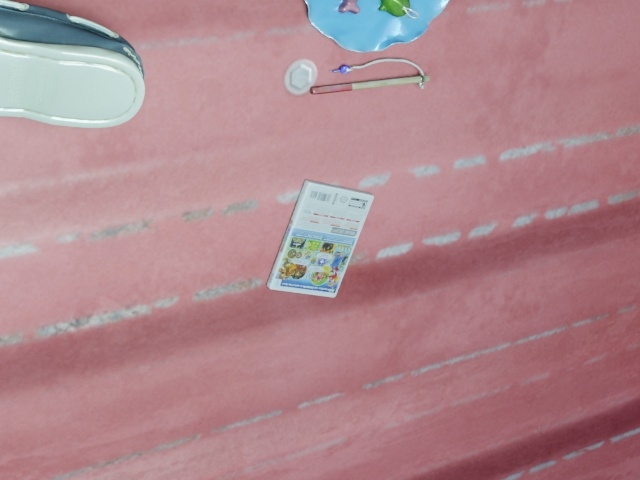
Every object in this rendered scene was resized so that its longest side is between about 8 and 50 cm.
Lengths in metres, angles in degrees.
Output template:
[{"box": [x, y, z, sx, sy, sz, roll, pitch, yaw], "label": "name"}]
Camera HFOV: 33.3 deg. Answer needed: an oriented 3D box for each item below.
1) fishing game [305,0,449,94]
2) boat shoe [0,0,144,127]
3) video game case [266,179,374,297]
[{"box": [0.066, -0.263, 1.014, 0.189, 0.041, 0.264, -9, 119, -26], "label": "fishing game"}, {"box": [-0.262, -0.152, 0.830, 0.255, 0.079, 0.095, 4, 126, -19], "label": "boat shoe"}, {"box": [0.000, 0.000, 1.127, 0.087, 0.011, 0.122, 10, 108, -36], "label": "video game case"}]
